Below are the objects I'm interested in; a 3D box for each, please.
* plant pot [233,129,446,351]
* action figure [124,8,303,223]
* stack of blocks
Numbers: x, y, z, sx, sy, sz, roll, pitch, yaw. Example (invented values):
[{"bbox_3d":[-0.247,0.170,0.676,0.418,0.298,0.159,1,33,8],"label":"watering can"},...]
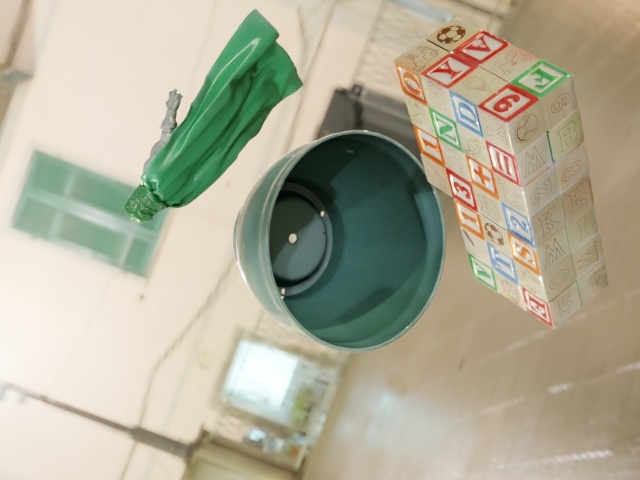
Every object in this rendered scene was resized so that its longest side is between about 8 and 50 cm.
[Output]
[{"bbox_3d":[0.000,0.000,1.754,0.196,0.293,0.293,1,67,57],"label":"plant pot"},{"bbox_3d":[-0.118,-0.112,1.283,0.232,0.063,0.137,-53,-36,-11],"label":"action figure"},{"bbox_3d":[0.192,-0.066,1.325,0.087,0.171,0.297,-37,-46,-17],"label":"stack of blocks"}]
